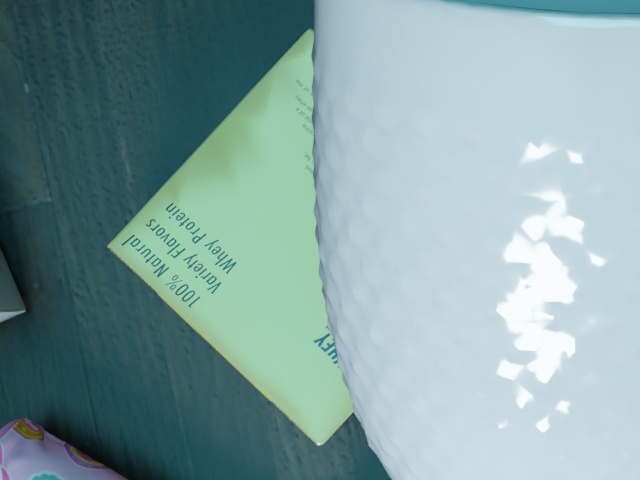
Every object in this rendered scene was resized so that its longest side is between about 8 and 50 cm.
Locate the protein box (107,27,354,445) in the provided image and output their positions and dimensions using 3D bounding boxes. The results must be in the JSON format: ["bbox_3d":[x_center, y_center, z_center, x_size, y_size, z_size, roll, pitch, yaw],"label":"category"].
[{"bbox_3d":[0.000,0.000,0.990,0.200,0.136,0.201,43,90,4],"label":"protein box"}]

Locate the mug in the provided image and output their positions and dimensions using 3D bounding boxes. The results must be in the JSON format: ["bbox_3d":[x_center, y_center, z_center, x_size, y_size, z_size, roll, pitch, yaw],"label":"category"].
[{"bbox_3d":[0.177,-0.009,0.794,0.374,0.276,0.328,-11,117,-24],"label":"mug"}]

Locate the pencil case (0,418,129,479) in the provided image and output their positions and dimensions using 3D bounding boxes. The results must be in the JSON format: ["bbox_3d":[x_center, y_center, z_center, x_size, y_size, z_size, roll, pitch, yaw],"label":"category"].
[{"bbox_3d":[-0.134,0.246,0.994,0.284,0.124,0.124,34,90,6],"label":"pencil case"}]

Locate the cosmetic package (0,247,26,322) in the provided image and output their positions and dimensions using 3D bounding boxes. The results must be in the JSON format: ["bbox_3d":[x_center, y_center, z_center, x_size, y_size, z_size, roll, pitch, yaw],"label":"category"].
[{"bbox_3d":[-0.395,-0.079,1.014,0.217,0.156,0.385,-26,86,4],"label":"cosmetic package"}]
